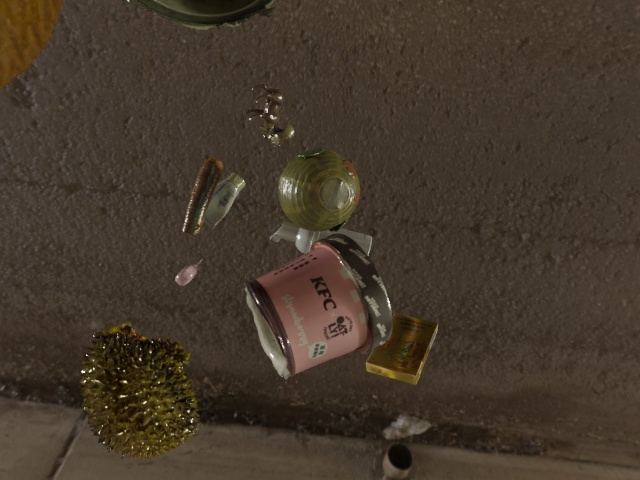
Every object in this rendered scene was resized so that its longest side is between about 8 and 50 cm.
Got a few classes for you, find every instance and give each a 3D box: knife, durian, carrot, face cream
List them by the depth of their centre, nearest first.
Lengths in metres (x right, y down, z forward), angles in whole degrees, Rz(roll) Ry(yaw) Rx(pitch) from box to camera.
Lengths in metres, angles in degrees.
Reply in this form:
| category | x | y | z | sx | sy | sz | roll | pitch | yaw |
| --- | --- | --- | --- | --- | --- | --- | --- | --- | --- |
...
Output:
| category | x | y | z | sx | sy | sz | roll | pitch | yaw |
| --- | --- | --- | --- | --- | --- | --- | --- | --- | --- |
| durian | -0.382 | 0.326 | 0.896 | 0.258 | 0.258 | 0.293 | -3 | 121 | 7 |
| carrot | -0.382 | -0.141 | 1.365 | 0.070 | 0.070 | 0.260 | 17 | 83 | -8 |
| knife | -0.450 | 0.110 | 1.477 | 0.043 | 0.336 | 0.081 | 44 | 87 | -7 |
| face cream | 0.000 | 0.000 | 1.603 | 0.369 | 0.145 | 0.145 | 17 | 127 | -1 |
| face cream | -0.386 | -0.161 | 1.631 | 0.114 | 0.224 | 0.070 | 43 | 156 | -11 |

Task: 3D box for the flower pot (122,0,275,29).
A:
| category | x | y | z | sx | sy | sz | roll | pitch | yaw |
| --- | --- | --- | --- | --- | --- | --- | --- | --- | --- |
| flower pot | -0.185 | -0.504 | 0.605 | 0.290 | 0.259 | 0.290 | -6 | 168 | -1 |

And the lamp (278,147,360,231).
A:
| category | x | y | z | sx | sy | sz | roll | pitch | yaw |
| --- | --- | --- | --- | --- | --- | --- | --- | --- | --- |
| lamp | -0.016 | -0.150 | 1.280 | 0.250 | 0.284 | 0.250 | -4 | 100 | -25 |

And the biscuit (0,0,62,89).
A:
| category | x | y | z | sx | sy | sz | roll | pitch | yaw |
| --- | --- | --- | --- | --- | --- | --- | --- | --- | --- |
| biscuit | -0.320 | -0.205 | 0.305 | 0.037 | 0.262 | 0.262 | 43 | 125 | 11 |

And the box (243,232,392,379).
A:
| category | x | y | z | sx | sy | sz | roll | pitch | yaw |
| --- | --- | --- | --- | --- | --- | --- | --- | --- | --- |
| box | -0.011 | 0.082 | 0.510 | 0.135 | 0.151 | 0.151 | -20 | 130 | -20 |

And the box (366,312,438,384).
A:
| category | x | y | z | sx | sy | sz | roll | pitch | yaw |
| --- | --- | --- | --- | --- | --- | --- | --- | --- | --- |
| box | 0.147 | 0.185 | 0.742 | 0.089 | 0.156 | 0.022 | 8 | 116 | 27 |

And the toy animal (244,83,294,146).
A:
| category | x | y | z | sx | sy | sz | roll | pitch | yaw |
| --- | --- | --- | --- | --- | --- | --- | --- | --- | --- |
| toy animal | -0.179 | -0.450 | 1.558 | 0.186 | 0.094 | 0.214 | 4 | 123 | -35 |
